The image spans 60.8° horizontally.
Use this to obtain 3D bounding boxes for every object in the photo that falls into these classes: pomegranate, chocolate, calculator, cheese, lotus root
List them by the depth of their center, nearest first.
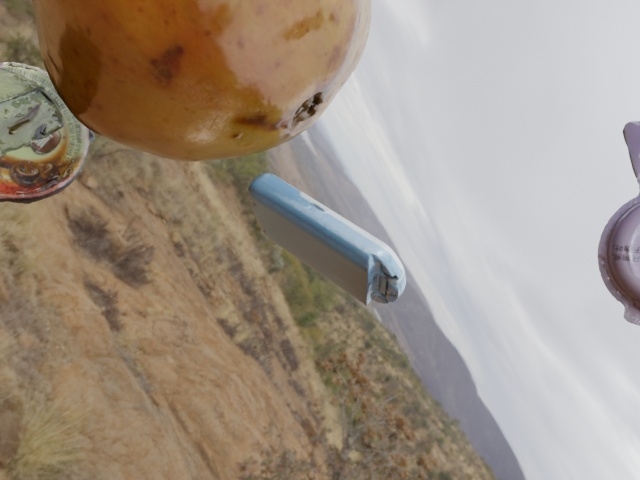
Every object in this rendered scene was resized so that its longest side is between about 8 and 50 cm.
[{"bbox_3d":[0.312,-0.015,0.490,0.042,0.105,0.190,21,81,-63],"label":"cheese"},{"bbox_3d":[-0.360,-0.137,0.536,0.144,0.143,0.070,26,-42,9],"label":"lotus root"},{"bbox_3d":[0.000,0.000,0.599,0.210,0.039,0.121,33,-21,19],"label":"calculator"},{"bbox_3d":[-0.143,-0.291,0.615,0.410,0.410,0.410,60,6,-10],"label":"pomegranate"},{"bbox_3d":[-0.462,-0.152,0.842,0.221,0.221,0.147,60,-18,-10],"label":"chocolate"}]
